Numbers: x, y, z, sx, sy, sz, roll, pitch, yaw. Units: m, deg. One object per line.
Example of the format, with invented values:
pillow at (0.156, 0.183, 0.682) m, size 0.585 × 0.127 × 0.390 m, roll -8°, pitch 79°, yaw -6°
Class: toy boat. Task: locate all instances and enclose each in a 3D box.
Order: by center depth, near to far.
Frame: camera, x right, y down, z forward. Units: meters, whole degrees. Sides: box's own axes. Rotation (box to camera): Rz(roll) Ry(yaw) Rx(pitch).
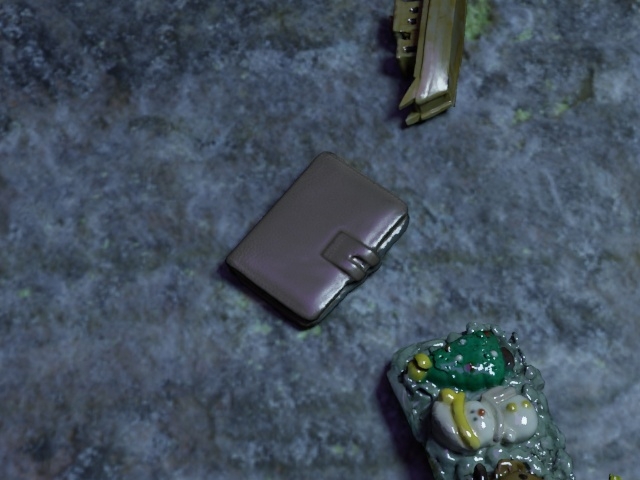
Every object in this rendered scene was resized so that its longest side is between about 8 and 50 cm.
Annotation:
toy boat at (0.103, -0.208, 1.722) m, size 0.072 × 0.064 × 0.206 m, roll 0°, pitch 59°, yaw 18°

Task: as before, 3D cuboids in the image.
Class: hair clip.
hair clip at (0.156, 0.203, 1.467) m, size 0.138 × 0.091 × 0.321 m, roll -13°, pitch 62°, yaw -10°

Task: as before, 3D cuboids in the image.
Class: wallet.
wallet at (0.000, 0.000, 1.617) m, size 0.118 × 0.039 × 0.152 m, roll 37°, pitch 71°, yaw 22°

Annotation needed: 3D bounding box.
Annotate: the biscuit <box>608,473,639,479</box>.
biscuit at (0.389, 0.216, 1.494) m, size 0.292 × 0.026 × 0.048 m, roll -3°, pitch 67°, yaw 0°
